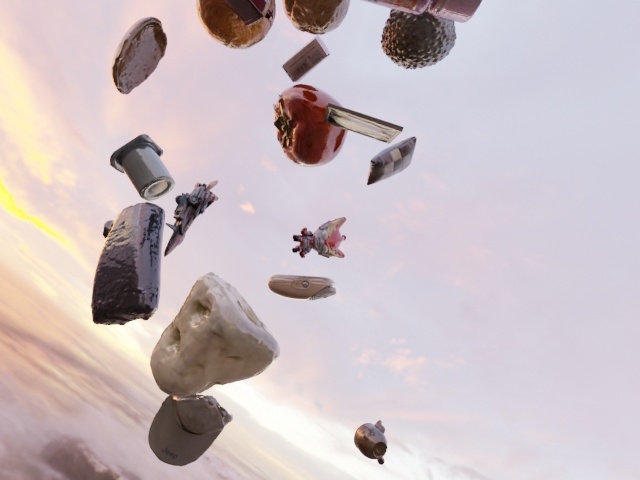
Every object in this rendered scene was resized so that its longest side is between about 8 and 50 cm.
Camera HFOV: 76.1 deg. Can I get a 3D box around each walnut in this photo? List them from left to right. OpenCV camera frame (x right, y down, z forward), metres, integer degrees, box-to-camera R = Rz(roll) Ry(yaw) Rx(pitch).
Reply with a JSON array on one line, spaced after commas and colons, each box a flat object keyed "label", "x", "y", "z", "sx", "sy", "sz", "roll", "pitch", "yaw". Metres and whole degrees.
[{"label": "walnut", "x": -0.013, "y": -0.889, "z": 1.427, "sx": 0.251, "sy": 0.277, "sz": 0.313, "roll": 6, "pitch": -12, "yaw": -9}]

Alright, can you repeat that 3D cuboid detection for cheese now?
[{"label": "cheese", "x": -0.218, "y": 0.224, "z": 0.889, "sx": 0.248, "sy": 0.251, "sz": 0.173, "roll": 35, "pitch": 8, "yaw": -46}]

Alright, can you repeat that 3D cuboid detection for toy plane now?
[{"label": "toy plane", "x": -0.490, "y": -0.089, "z": 1.483, "sx": 0.222, "sy": 0.326, "sz": 0.104, "roll": 3, "pitch": -37, "yaw": 40}]

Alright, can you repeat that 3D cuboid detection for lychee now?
[{"label": "lychee", "x": 0.330, "y": -0.712, "z": 1.376, "sx": 0.274, "sy": 0.255, "sz": 0.255, "roll": -8, "pitch": -49, "yaw": 33}]

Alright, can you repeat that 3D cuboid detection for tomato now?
[{"label": "tomato", "x": -0.040, "y": -0.484, "z": 1.722, "sx": 0.341, "sy": 0.272, "sz": 0.342, "roll": 38, "pitch": -43, "yaw": 49}]

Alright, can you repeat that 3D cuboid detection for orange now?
[{"label": "orange", "x": -0.237, "y": -0.656, "z": 1.147, "sx": 0.193, "sy": 0.219, "sz": 0.219, "roll": 37, "pitch": -20, "yaw": 46}]

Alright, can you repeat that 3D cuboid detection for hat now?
[{"label": "hat", "x": -0.384, "y": 0.559, "z": 1.203, "sx": 0.214, "sy": 0.245, "sz": 0.149, "roll": 31, "pitch": -15, "yaw": -11}]

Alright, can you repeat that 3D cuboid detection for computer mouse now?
[{"label": "computer mouse", "x": -0.063, "y": 0.163, "z": 1.387, "sx": 0.236, "sy": 0.082, "sz": 0.145, "roll": 5, "pitch": -13, "yaw": 2}]

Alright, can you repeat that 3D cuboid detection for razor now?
[{"label": "razor", "x": -0.502, "y": 0.057, "z": 1.081, "sx": 0.189, "sy": 0.327, "sz": 0.107, "roll": -17, "pitch": -33, "yaw": 15}]

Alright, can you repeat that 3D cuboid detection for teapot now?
[{"label": "teapot", "x": 0.133, "y": 0.476, "z": 0.949, "sx": 0.110, "sy": 0.085, "sz": 0.080, "roll": 60, "pitch": -18, "yaw": -13}]

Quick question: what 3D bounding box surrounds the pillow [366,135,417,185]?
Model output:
[{"label": "pillow", "x": 0.312, "y": -0.353, "z": 1.828, "sx": 0.106, "sy": 0.249, "sz": 0.186, "roll": 54, "pitch": -17, "yaw": 24}]

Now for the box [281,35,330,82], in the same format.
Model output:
[{"label": "box", "x": -0.057, "y": -0.754, "z": 1.706, "sx": 0.182, "sy": 0.133, "sz": 0.099, "roll": -32, "pitch": -68, "yaw": 21}]

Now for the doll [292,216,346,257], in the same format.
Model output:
[{"label": "doll", "x": 0.000, "y": 0.000, "z": 1.020, "sx": 0.057, "sy": 0.169, "sz": 0.109, "roll": 15, "pitch": -72, "yaw": 53}]

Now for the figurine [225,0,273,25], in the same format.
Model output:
[{"label": "figurine", "x": -0.178, "y": -0.618, "z": 1.029, "sx": 0.082, "sy": 0.098, "sz": 0.154, "roll": 6, "pitch": -22, "yaw": 46}]

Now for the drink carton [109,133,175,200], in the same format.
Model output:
[{"label": "drink carton", "x": -0.685, "y": -0.268, "z": 1.612, "sx": 0.190, "sy": 0.191, "sz": 0.185, "roll": 55, "pitch": -6, "yaw": 8}]

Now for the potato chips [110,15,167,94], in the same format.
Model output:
[{"label": "potato chips", "x": -0.422, "y": -0.427, "z": 0.934, "sx": 0.049, "sy": 0.202, "sz": 0.150, "roll": 20, "pitch": -18, "yaw": -1}]

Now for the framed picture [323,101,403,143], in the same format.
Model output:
[{"label": "framed picture", "x": 0.144, "y": -0.408, "z": 1.442, "sx": 0.265, "sy": 0.018, "sz": 0.192, "roll": 17, "pitch": 0, "yaw": -3}]

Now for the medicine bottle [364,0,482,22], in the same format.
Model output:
[{"label": "medicine bottle", "x": 0.217, "y": -0.696, "z": 1.017, "sx": 0.388, "sy": 0.219, "sz": 0.219, "roll": 11, "pitch": -28, "yaw": -6}]
